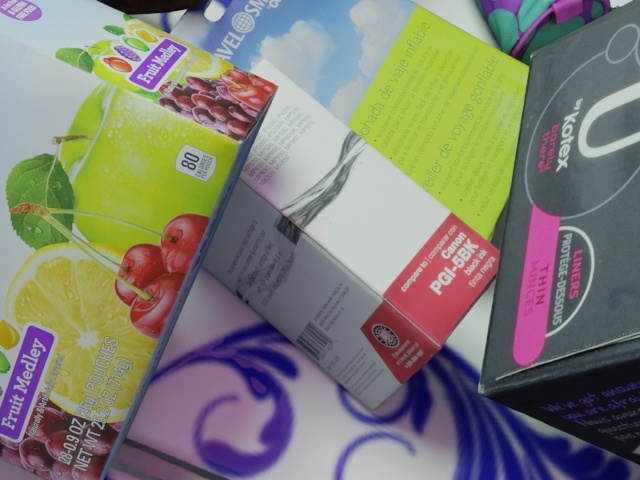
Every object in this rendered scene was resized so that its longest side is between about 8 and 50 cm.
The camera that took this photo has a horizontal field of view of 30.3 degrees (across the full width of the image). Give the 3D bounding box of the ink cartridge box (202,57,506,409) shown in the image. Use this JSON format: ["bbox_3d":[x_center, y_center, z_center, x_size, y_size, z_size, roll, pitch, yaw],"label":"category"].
[{"bbox_3d":[0.000,0.000,0.517,0.135,0.099,0.056,40,63,4],"label":"ink cartridge box"}]

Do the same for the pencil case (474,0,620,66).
[{"bbox_3d":[0.099,-0.168,0.624,0.064,0.070,0.152,-16,72,-18],"label":"pencil case"}]

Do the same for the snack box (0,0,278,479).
[{"bbox_3d":[-0.146,-0.020,0.450,0.207,0.175,0.070,24,27,-1],"label":"snack box"}]

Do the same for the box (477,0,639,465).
[{"bbox_3d":[0.218,0.023,0.489,0.270,0.143,0.165,27,62,-27],"label":"box"}]

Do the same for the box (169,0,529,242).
[{"bbox_3d":[0.019,-0.073,0.581,0.178,0.042,0.109,29,64,0],"label":"box"}]

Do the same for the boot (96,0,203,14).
[{"bbox_3d":[-0.144,-0.181,0.559,0.219,0.082,0.106,17,63,4],"label":"boot"}]
